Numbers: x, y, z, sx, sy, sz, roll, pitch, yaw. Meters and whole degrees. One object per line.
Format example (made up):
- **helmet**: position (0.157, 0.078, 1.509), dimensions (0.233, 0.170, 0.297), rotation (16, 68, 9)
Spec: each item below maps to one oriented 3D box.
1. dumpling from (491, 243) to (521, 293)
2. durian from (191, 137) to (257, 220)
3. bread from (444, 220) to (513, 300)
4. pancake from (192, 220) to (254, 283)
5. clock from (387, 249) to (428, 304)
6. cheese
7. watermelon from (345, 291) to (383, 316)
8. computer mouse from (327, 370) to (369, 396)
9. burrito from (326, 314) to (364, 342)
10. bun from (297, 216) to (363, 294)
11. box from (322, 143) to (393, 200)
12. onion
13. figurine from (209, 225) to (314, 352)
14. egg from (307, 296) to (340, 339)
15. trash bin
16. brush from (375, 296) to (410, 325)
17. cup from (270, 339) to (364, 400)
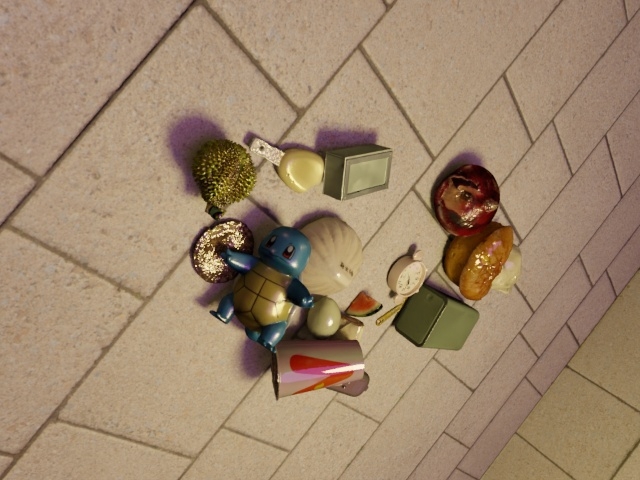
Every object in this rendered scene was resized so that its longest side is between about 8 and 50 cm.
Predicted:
- **dumpling**: position (0.766, 0.078, 2.152), dimensions (0.318, 0.187, 0.243), rotation (62, 33, -47)
- **durian**: position (-0.244, -0.168, 1.268), dimensions (0.159, 0.146, 0.198), rotation (-26, 141, -23)
- **bread**: position (0.600, 0.068, 1.966), dimensions (0.178, 0.194, 0.340), rotation (5, 119, -31)
- **pancake**: position (-0.275, 0.033, 1.426), dimensions (0.199, 0.021, 0.199), rotation (-16, 121, -29)
- **clock**: position (0.327, 0.135, 1.896), dimensions (0.155, 0.063, 0.230), rotation (8, 110, -41)
- **cheese**: position (-0.097, -0.219, 1.409), dimensions (0.255, 0.050, 0.127), rotation (21, 99, -40)
- **watermelon**: position (0.153, 0.235, 1.821), dimensions (0.135, 0.125, 0.094), rotation (-15, 92, -9)
- **computer mouse**: position (0.097, 0.538, 1.934), dimensions (0.232, 0.057, 0.120), rotation (29, 95, -38)
- **burrito**: position (0.051, 0.408, 1.790), dimensions (0.300, 0.143, 0.105), rotation (-66, 167, 8)
- **bun**: position (0.034, 0.075, 1.558), dimensions (0.263, 0.175, 0.263), rotation (-16, 126, -23)
- **box**: position (0.115, -0.210, 1.511), dimensions (0.225, 0.086, 0.130), rotation (-19, 124, -43)
- **onion**: position (0.552, -0.142, 1.816), dimensions (0.271, 0.195, 0.272), rotation (-3, 99, -23)
- **figurine**: position (-0.151, 0.167, 1.441), dimensions (0.243, 0.297, 0.417), rotation (-30, 144, -53)
- **egg**: position (0.012, 0.263, 1.692), dimensions (0.114, 0.114, 0.152), rotation (-3, 110, -35)
- **trash bin**: position (0.487, 0.322, 2.047), dimensions (0.343, 0.158, 0.223), rotation (20, 100, -48)
- **brush**: position (0.304, 0.271, 1.980), dimensions (0.218, 0.010, 0.083), rotation (-31, 128, -20)
- **cup**: position (-0.013, 0.406, 1.633), dimensions (0.288, 0.203, 0.203), rotation (-4, 117, -13)
